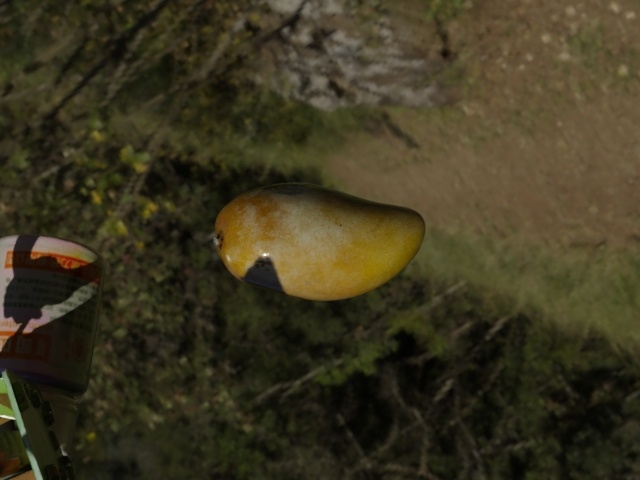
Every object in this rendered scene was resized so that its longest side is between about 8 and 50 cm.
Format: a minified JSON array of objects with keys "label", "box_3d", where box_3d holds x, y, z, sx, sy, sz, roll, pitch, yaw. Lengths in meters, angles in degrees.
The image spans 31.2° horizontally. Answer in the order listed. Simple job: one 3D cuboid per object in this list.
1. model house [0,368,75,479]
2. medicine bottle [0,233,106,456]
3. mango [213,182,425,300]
[{"label":"model house","box_3d":[-0.590,0.305,1.782,0.300,0.324,0.340,107,141,-76]},{"label":"medicine bottle","box_3d":[-0.531,0.199,2.126,0.219,0.219,0.388,80,-164,-73]},{"label":"mango","box_3d":[0.000,0.000,2.027,0.221,0.384,0.198,-115,26,-57]}]
